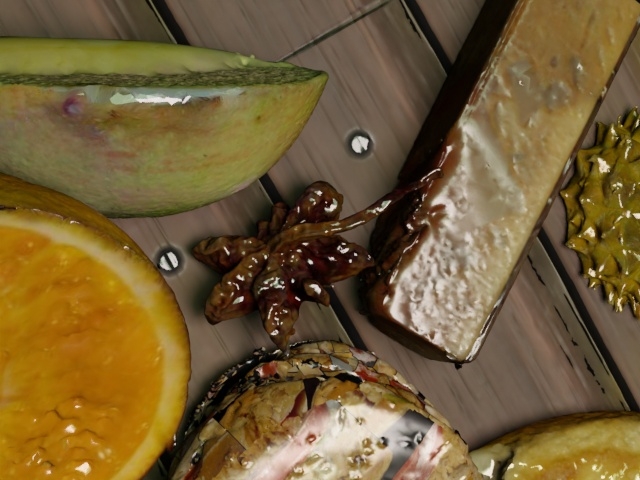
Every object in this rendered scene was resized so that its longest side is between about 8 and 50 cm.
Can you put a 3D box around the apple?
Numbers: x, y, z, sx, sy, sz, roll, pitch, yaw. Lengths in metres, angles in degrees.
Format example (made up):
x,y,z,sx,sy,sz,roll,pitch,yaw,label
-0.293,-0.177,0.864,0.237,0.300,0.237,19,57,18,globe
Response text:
x,y,z,sx,sy,sz,roll,pitch,yaw,label
-0.126,-0.070,0.934,0.265,0.193,0.120,-3,100,-20,apple

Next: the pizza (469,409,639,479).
x,y,z,sx,sy,sz,roll,pitch,yaw,label
0.266,0.215,1.102,0.268,0.087,0.258,-29,93,-17,pizza

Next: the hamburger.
x,y,z,sx,sy,sz,roll,pitch,yaw,label
-0.002,0.184,1.010,0.231,0.107,0.231,-2,97,-16,hamburger

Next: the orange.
x,y,z,sx,sy,sz,roll,pitch,yaw,label
-0.238,0.075,0.857,0.310,0.274,0.274,10,86,3,orange

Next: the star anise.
x,y,z,sx,sy,sz,roll,pitch,yaw,label
0.000,0.000,1.006,0.190,0.070,0.097,-29,54,-4,star anise

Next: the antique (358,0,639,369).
x,y,z,sx,sy,sz,roll,pitch,yaw,label
0.125,-0.063,1.060,0.093,0.087,0.310,29,81,-13,antique

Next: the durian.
x,y,z,sx,sy,sz,roll,pitch,yaw,label
0.269,0.008,1.109,0.140,0.078,0.224,-23,95,-16,durian
